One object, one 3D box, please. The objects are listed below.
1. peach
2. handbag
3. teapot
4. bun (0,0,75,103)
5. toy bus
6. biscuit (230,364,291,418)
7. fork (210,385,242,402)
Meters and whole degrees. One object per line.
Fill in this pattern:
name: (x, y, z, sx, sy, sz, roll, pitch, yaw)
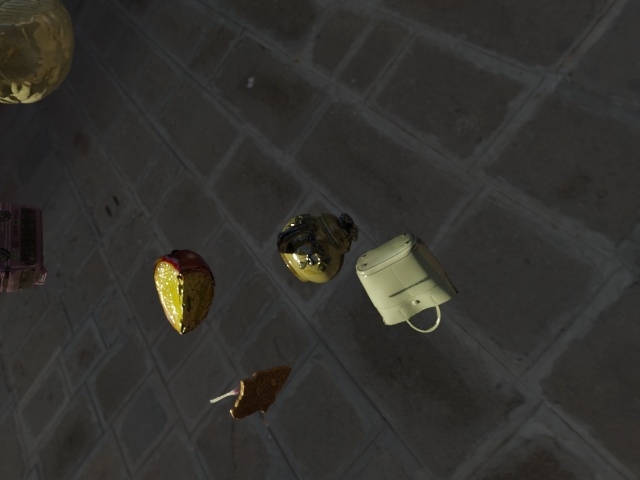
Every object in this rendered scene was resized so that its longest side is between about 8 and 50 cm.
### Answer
peach: (-0.274, 0.099, 1.015, 0.127, 0.092, 0.173, -3, 105, 43)
handbag: (0.259, 0.139, 1.438, 0.241, 0.315, 0.109, -28, 27, 17)
teapot: (0.000, 0.000, 1.160, 0.182, 0.269, 0.173, -35, 65, 12)
bun: (-0.450, -0.262, 0.687, 0.220, 0.135, 0.221, -6, 36, 5)
toy bus: (-0.607, 0.012, 0.982, 0.087, 0.098, 0.179, -52, 47, 36)
biscuit: (-0.196, 0.498, 1.633, 0.250, 0.163, 0.035, -32, 33, -28)
fork: (-0.247, 0.403, 1.276, 0.115, 0.016, 0.012, -30, 14, 22)
